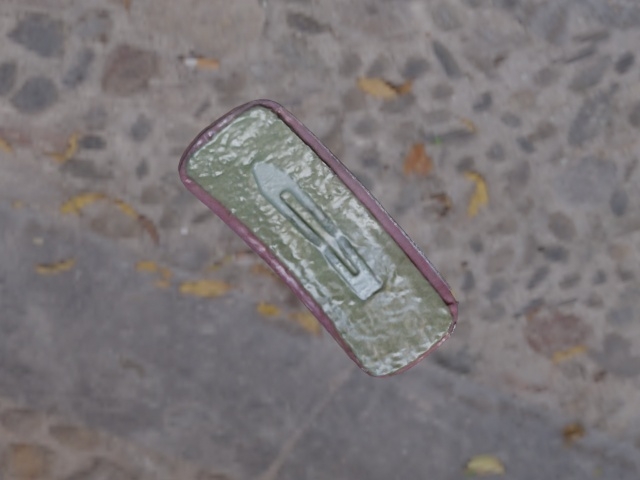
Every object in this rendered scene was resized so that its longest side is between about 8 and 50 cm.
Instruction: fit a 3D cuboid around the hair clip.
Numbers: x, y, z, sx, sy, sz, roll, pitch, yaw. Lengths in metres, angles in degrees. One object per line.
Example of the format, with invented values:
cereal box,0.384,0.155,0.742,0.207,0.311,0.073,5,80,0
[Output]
hair clip,0.000,-0.001,0.645,0.054,0.022,0.137,-38,110,15
